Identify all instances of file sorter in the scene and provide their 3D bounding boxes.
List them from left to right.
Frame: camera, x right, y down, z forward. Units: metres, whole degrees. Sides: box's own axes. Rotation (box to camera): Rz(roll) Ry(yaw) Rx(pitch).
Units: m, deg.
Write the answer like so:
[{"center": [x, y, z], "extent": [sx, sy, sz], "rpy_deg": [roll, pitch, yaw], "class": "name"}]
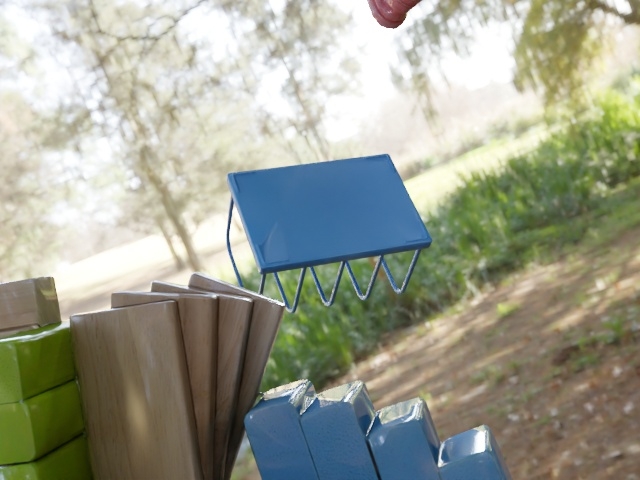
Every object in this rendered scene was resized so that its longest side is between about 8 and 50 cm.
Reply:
[{"center": [0.000, 0.000, 0.944], "extent": [0.170, 0.118, 0.104], "rpy_deg": [-8, -38, -19], "class": "file sorter"}]

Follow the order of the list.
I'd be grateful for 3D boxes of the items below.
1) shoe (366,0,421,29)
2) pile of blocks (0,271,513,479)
[{"center": [0.083, -0.312, 1.042], "extent": [0.063, 0.178, 0.081], "rpy_deg": [18, -41, -24], "class": "shoe"}, {"center": [-0.031, 0.099, 0.336], "extent": [0.362, 0.149, 0.112], "rpy_deg": [16, 4, 7], "class": "pile of blocks"}]
